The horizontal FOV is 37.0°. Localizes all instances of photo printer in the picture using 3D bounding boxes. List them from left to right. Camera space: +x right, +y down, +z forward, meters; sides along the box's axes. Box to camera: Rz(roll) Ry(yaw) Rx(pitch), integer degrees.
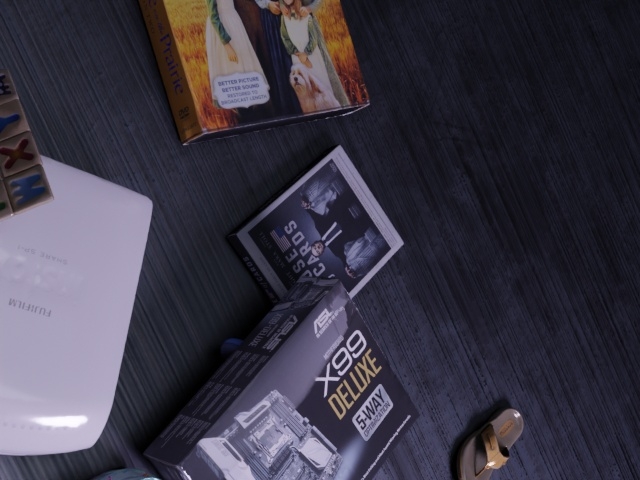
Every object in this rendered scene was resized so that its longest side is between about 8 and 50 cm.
[{"bbox_3d":[-0.321,0.063,0.996,0.256,0.107,0.308,23,65,-33],"label":"photo printer"}]

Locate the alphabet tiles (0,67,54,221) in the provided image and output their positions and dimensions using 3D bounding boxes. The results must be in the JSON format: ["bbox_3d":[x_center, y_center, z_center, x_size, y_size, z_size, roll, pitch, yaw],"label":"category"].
[{"bbox_3d":[-0.390,-0.103,0.942,0.198,0.009,0.237,-23,70,-6],"label":"alphabet tiles"}]

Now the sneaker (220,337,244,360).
[{"bbox_3d":[-0.068,0.141,1.217,0.144,0.053,0.059,24,69,-42],"label":"sneaker"}]

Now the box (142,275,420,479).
[{"bbox_3d":[-0.033,0.232,1.160,0.307,0.076,0.242,-47,121,-31],"label":"box"}]

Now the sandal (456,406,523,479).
[{"bbox_3d":[0.263,0.313,1.440,0.180,0.049,0.072,-38,103,-38],"label":"sandal"}]

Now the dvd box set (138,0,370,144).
[{"bbox_3d":[-0.111,-0.358,1.301,0.307,0.062,0.421,-16,89,-41],"label":"dvd box set"}]

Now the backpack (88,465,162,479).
[{"bbox_3d":[-0.190,0.329,1.031,0.152,0.115,0.182,-37,100,-36],"label":"backpack"}]

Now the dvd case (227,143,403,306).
[{"bbox_3d":[0.000,0.000,1.322,0.238,0.029,0.179,-44,106,-38],"label":"dvd case"}]
